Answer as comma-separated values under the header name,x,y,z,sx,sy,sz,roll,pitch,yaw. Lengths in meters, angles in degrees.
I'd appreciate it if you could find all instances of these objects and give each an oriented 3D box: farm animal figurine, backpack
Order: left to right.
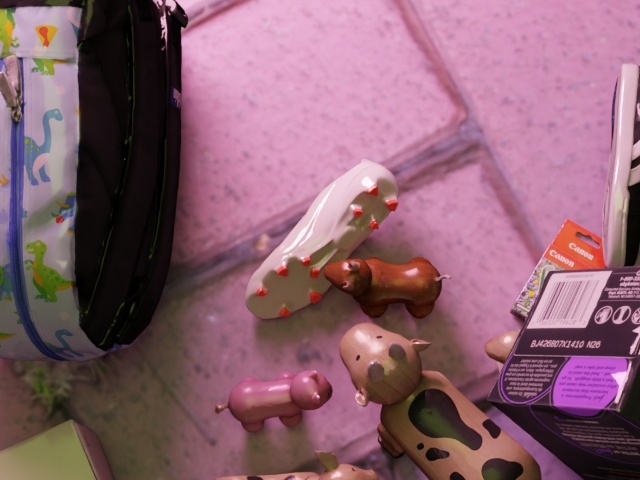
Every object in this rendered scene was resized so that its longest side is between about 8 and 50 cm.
name,x,y,z,sx,sy,sz,roll,pitch,yaw
backpack,-0.247,-0.060,1.425,0.273,0.290,0.355,-13,83,8
farm animal figurine,0.067,0.171,1.387,0.327,0.172,0.330,28,79,9

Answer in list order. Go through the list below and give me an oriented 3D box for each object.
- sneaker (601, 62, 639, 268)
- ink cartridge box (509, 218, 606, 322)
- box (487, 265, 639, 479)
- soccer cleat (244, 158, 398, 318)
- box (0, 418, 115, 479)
name,x,y,z,sx,sy,sz,roll,pitch,yaw
sneaker,0.346,-0.071,1.478,0.121,0.079,0.217,7,73,5
ink cartridge box,0.243,0.037,1.485,0.063,0.029,0.115,30,80,9
box,0.308,0.154,1.313,0.270,0.165,0.143,40,67,-27
soccer cleat,0.000,0.000,1.495,0.196,0.076,0.068,-44,119,7
box,-0.331,0.270,1.415,0.275,0.113,0.094,-24,77,-2
